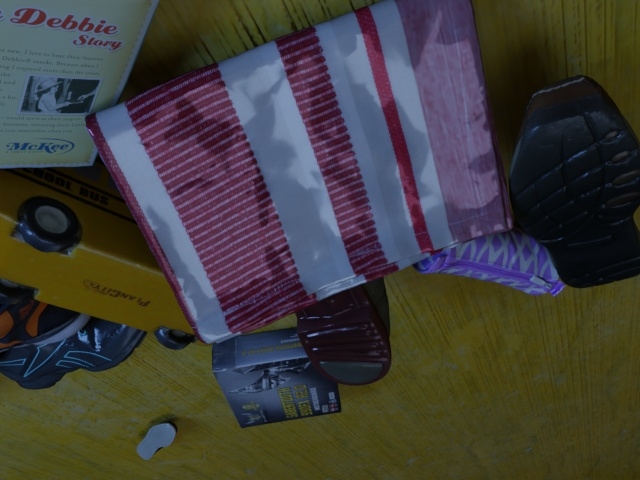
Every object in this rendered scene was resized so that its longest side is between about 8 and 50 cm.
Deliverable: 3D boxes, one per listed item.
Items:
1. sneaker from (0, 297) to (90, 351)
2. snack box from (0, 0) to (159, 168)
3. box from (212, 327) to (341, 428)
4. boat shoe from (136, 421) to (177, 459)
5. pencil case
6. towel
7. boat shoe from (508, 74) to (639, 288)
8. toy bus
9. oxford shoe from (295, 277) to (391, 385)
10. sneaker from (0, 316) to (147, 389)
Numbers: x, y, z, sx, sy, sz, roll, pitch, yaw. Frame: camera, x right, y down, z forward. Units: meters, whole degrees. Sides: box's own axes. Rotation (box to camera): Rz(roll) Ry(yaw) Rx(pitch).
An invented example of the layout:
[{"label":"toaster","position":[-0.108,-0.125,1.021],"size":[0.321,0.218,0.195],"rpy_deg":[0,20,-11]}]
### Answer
[{"label":"sneaker","position":[-0.422,0.086,0.619],"size":[0.321,0.125,0.180],"rpy_deg":[-24,166,2]},{"label":"snack box","position":[-0.283,-0.125,0.376],"size":[0.321,0.060,0.187],"rpy_deg":[-8,150,-44]},{"label":"box","position":[-0.063,0.226,0.962],"size":[0.182,0.056,0.231],"rpy_deg":[-9,141,-2]},{"label":"boat shoe","position":[-0.300,0.368,1.104],"size":[0.046,0.038,0.125],"rpy_deg":[43,122,4]},{"label":"pencil case","position":[0.209,0.019,0.735],"size":[0.206,0.088,0.086],"rpy_deg":[11,135,-23]},{"label":"towel","position":[0.000,-0.058,0.518],"size":[0.328,0.037,0.237],"rpy_deg":[-21,114,-2]},{"label":"boat shoe","position":[0.269,-0.061,0.624],"size":[0.122,0.120,0.324],"rpy_deg":[-12,147,23]},{"label":"toy bus","position":[-0.221,0.002,0.589],"size":[0.332,0.130,0.108],"rpy_deg":[25,130,-36]},{"label":"oxford shoe","position":[0.000,0.000,0.654],"size":[0.122,0.130,0.348],"rpy_deg":[-6,124,15]},{"label":"sneaker","position":[-0.320,0.115,0.735],"size":[0.267,0.101,0.106],"rpy_deg":[-27,136,20]}]
